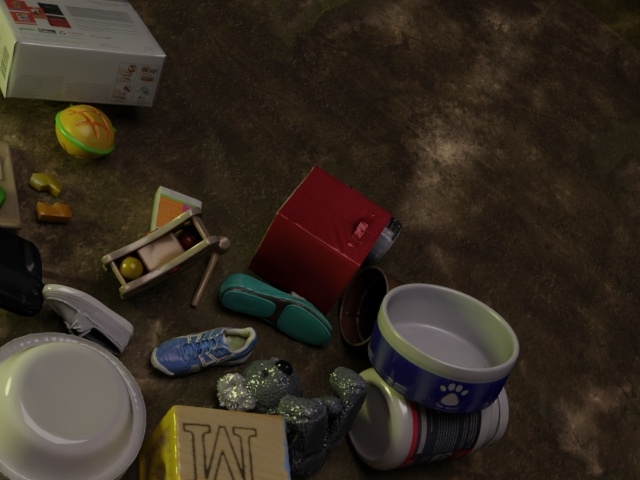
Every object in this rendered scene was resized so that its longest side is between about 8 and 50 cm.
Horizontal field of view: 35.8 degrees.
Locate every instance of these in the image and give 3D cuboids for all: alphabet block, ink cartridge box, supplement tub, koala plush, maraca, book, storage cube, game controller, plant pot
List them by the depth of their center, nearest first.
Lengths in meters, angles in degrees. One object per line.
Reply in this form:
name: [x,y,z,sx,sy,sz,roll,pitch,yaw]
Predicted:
alphabet block: [-0.175,0.399,1.612,0.197,0.192,0.193,11,50,-26]
game controller: [-0.596,0.015,1.660,0.319,0.067,0.166,33,22,-44]
koala plush: [-0.067,0.297,1.791,0.221,0.203,0.196,34,32,26]
supplement tub: [0.203,0.328,1.893,0.272,0.191,0.191,-1,57,-32]
maraca: [-0.466,-0.223,1.977,0.127,0.099,0.185,36,20,-17]
book: [-0.289,-0.030,1.979,0.096,0.035,0.144,18,51,-21]
storage cube: [0.000,0.000,2.011,0.193,0.215,0.183,33,46,3]
plant pot: [0.151,0.154,2.029,0.165,0.167,0.166,19,48,-30]
ink cartridge box: [-0.514,-0.404,2.038,0.310,0.130,0.272,0,38,-32]
supplement tub: [0.071,-0.043,2.149,0.190,0.117,0.117,36,46,-2]

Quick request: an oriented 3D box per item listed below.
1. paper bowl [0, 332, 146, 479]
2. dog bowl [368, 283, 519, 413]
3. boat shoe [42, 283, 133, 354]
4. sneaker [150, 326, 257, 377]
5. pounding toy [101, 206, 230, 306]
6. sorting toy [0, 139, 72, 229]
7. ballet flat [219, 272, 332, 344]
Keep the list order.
paper bowl: [-0.419,0.277,1.585,0.284,0.148,0.284,17,48,-20]
dog bowl: [0.225,0.195,1.828,0.265,0.104,0.265,13,29,-7]
boat shoe: [-0.412,0.142,1.733,0.184,0.066,0.063,41,47,-35]
sneaker: [-0.213,0.195,1.818,0.211,0.081,0.080,-10,64,-35]
pounding toy: [-0.259,0.044,1.841,0.270,0.154,0.154,-28,85,-34]
sorting toy: [-0.616,-0.114,1.818,0.307,0.041,0.229,5,49,-34]
ballet flat: [-0.083,0.125,1.956,0.247,0.083,0.087,24,33,-17]
